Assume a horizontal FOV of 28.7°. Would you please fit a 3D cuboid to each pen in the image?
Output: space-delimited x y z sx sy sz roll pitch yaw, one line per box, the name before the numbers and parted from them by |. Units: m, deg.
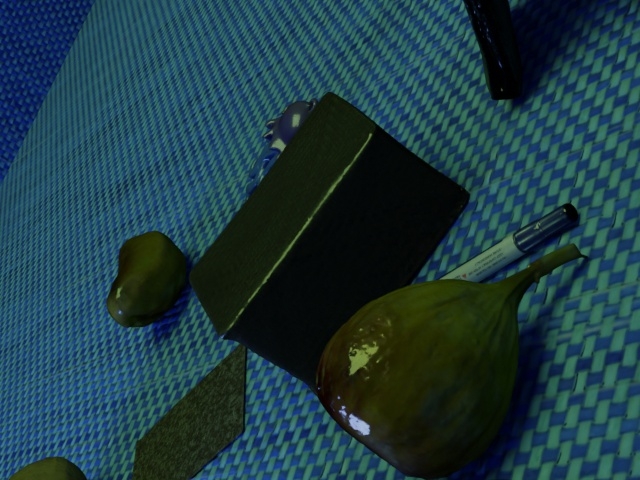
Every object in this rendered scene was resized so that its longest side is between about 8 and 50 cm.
pen | 0.158 0.019 1.167 0.204 0.025 0.025 -35 32 39

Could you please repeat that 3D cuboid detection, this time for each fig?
fig | 0.123 0.085 1.050 0.257 0.159 0.159 -38 23 -8

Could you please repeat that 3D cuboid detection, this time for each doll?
doll | -0.053 -0.119 1.688 0.206 0.067 0.110 -51 37 40

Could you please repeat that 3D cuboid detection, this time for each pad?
pad | -0.164 0.240 1.525 0.235 0.003 0.158 -44 27 27

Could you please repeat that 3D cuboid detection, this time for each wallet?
wallet | 0.136 -0.336 1.257 0.046 0.379 0.190 -13 37 17

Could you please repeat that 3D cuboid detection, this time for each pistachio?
pistachio | -0.244 0.057 1.792 0.110 0.100 0.189 -23 26 16

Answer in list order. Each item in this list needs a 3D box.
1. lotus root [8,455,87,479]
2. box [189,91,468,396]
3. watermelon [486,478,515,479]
lotus root | -0.347 0.371 1.551 0.146 0.131 0.303 -51 25 17
box | 0.002 0.001 1.340 0.273 0.143 0.184 -54 24 4
watermelon | 0.122 0.225 0.937 0.105 0.062 0.105 -42 32 35
